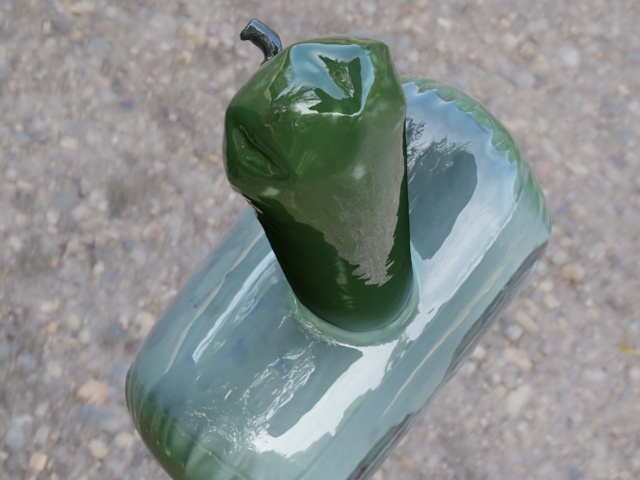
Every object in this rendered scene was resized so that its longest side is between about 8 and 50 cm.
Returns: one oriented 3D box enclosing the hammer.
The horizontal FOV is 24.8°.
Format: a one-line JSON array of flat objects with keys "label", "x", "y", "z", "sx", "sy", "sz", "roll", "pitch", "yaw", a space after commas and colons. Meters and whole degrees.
[{"label": "hammer", "x": 0.000, "y": 0.000, "z": 0.528, "sx": 0.119, "sy": 0.335, "sz": 0.206, "roll": 36, "pitch": 80, "yaw": 12}]
